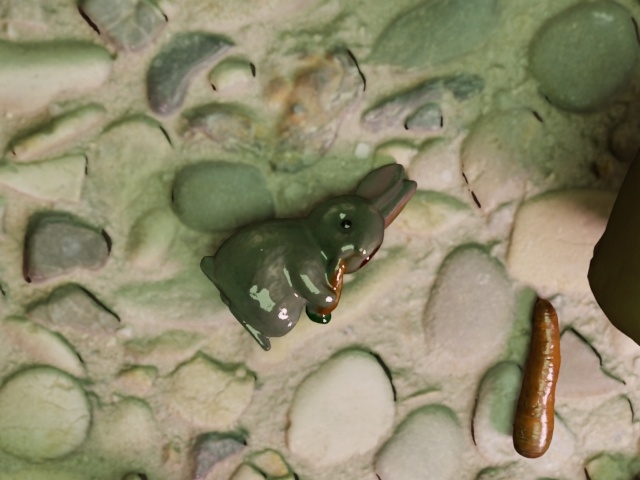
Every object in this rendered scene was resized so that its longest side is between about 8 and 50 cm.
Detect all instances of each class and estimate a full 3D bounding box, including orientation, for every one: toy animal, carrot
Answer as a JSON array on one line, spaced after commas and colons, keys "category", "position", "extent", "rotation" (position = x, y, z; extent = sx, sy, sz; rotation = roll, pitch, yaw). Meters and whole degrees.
[{"category": "toy animal", "position": [-0.002, 0.006, 1.143], "extent": [0.236, 0.108, 0.138], "rotation": [-40, 110, 5]}, {"category": "carrot", "position": [0.247, 0.157, 1.272], "extent": [0.047, 0.047, 0.191], "rotation": [1, 108, -10]}]

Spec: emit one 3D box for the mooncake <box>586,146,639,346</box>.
[{"category": "mooncake", "position": [0.487, 0.021, 1.047], "extent": [0.467, 0.467, 0.262], "rotation": [19, 108, -15]}]
